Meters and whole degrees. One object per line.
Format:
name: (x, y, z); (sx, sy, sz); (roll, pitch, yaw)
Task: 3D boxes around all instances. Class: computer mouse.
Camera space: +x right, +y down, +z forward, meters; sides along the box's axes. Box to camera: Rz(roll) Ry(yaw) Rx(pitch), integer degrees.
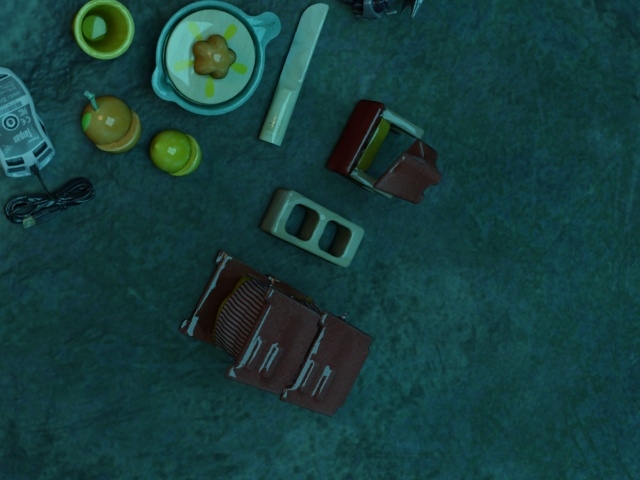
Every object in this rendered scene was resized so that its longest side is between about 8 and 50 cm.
computer mouse: (-0.341, -0.112, 1.541); (0.106, 0.042, 0.193); (-26, 115, -12)

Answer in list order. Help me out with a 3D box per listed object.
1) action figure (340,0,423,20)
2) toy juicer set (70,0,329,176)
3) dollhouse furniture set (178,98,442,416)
action figure: (0.040, -0.368, 1.632); (0.285, 0.099, 0.185); (5, 89, -28)
toy juicer set: (-0.131, -0.179, 1.592); (0.329, 0.089, 0.209); (-3, 101, -23)
dollhouse furniture set: (0.000, 0.000, 1.620); (0.152, 0.201, 0.374); (27, 89, -25)
